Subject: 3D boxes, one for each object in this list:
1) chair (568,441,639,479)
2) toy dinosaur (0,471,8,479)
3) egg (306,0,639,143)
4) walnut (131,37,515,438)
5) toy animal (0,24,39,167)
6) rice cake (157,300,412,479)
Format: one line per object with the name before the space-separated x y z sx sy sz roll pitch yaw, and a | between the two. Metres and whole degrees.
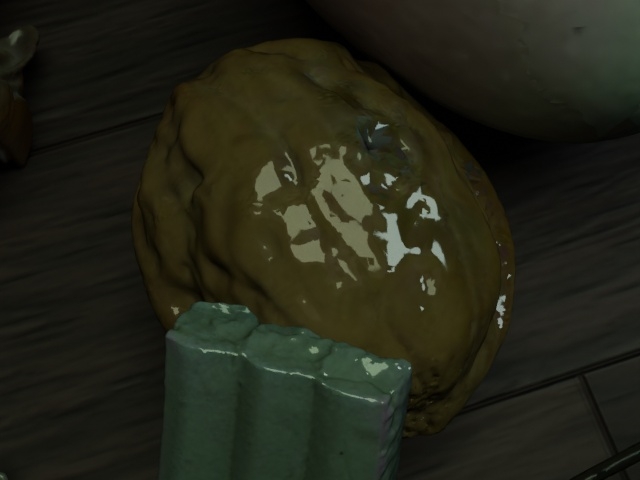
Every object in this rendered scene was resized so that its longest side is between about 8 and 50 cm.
chair | 0.274 0.167 0.504 0.364 0.410 0.362 -25 69 -10
toy dinosaur | -0.255 0.209 0.678 0.167 0.053 0.242 32 62 6
egg | 0.120 -0.221 0.717 0.354 0.354 0.340 -10 78 -4
walnut | 0.000 0.000 0.698 0.198 0.198 0.245 -31 77 -13
toy animal | -0.229 -0.066 0.778 0.089 0.179 0.188 23 31 11
rice cake | -0.028 0.151 0.637 0.127 0.237 0.043 17 26 10
